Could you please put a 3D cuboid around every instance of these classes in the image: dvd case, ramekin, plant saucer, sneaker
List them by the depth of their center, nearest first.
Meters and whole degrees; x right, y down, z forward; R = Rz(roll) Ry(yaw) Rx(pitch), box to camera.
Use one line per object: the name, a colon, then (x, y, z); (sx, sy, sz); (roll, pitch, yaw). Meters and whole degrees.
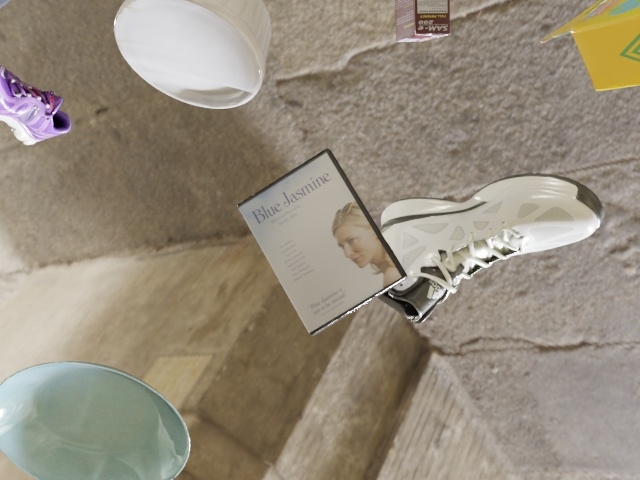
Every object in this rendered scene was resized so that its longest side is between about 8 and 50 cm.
plant saucer: (-0.220, 0.176, 0.810); (0.195, 0.037, 0.195); (2, 127, 3)
sneaker: (-0.345, -0.168, 0.971); (0.071, 0.068, 0.170); (-7, 167, 7)
dvd case: (0.000, 0.000, 1.336); (0.253, 0.180, 0.022); (60, -174, 15)
ramekin: (-0.210, -0.363, 1.445); (0.273, 0.127, 0.273); (14, 151, 8)
sneaker: (0.272, 0.040, 1.483); (0.448, 0.257, 0.169); (-9, 133, 39)

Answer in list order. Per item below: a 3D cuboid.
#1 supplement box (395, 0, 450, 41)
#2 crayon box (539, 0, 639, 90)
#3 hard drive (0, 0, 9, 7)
supplement box: (0.188, -0.499, 1.557); (0.073, 0.130, 0.239); (-3, 99, -11)
crayon box: (0.407, -0.243, 0.844); (0.081, 0.202, 0.318); (60, 160, -17)
hard drive: (-0.388, -0.296, 0.889); (0.054, 0.254, 0.172); (40, 157, 3)
